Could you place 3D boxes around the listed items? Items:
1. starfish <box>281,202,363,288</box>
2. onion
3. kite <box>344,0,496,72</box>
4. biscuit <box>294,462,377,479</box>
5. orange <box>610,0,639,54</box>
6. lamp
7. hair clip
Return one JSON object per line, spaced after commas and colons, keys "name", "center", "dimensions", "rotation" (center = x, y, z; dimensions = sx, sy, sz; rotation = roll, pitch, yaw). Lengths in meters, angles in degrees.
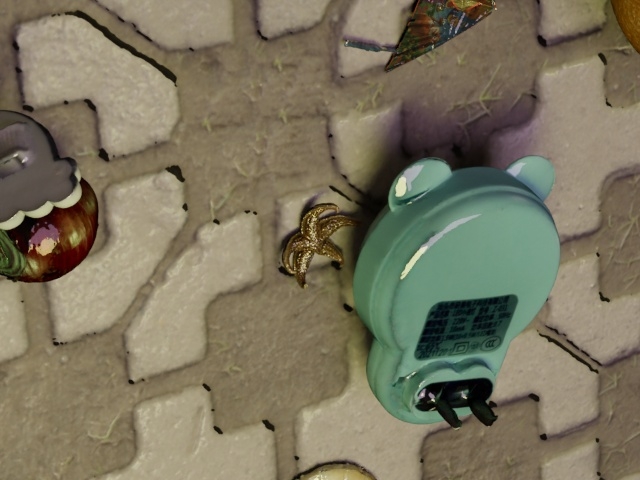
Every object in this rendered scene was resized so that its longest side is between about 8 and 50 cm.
{"name": "starfish", "center": [0.000, 0.000, 1.821], "dimensions": [0.091, 0.028, 0.078], "rotation": [-30, 130, -19]}
{"name": "onion", "center": [-0.244, -0.021, 1.614], "dimensions": [0.118, 0.117, 0.119], "rotation": [-39, 148, -31]}
{"name": "kite", "center": [0.108, -0.239, 1.785], "dimensions": [0.160, 0.010, 0.183], "rotation": [12, 109, -38]}
{"name": "biscuit", "center": [0.005, 0.299, 1.969], "dimensions": [0.152, 0.020, 0.152], "rotation": [-13, 118, -25]}
{"name": "orange", "center": [0.394, -0.266, 1.798], "dimensions": [0.264, 0.264, 0.264], "rotation": [-13, 118, -25]}
{"name": "lamp", "center": [0.127, 0.050, 1.844], "dimensions": [0.209, 0.147, 0.284], "rotation": [-3, 105, -28]}
{"name": "hair clip", "center": [-0.306, -0.051, 1.552], "dimensions": [0.220, 0.140, 0.054], "rotation": [-19, 134, 4]}
